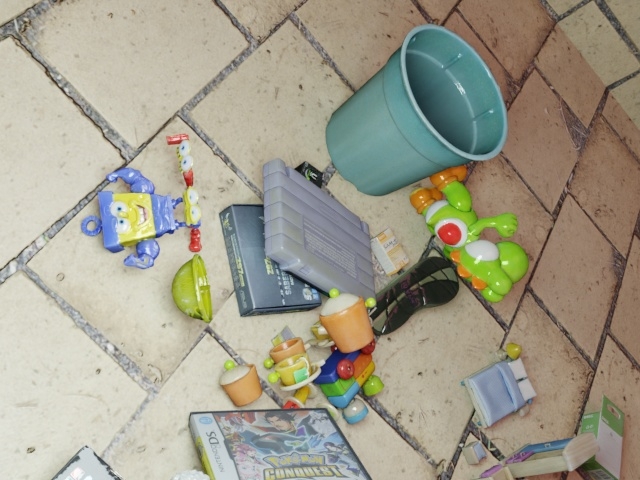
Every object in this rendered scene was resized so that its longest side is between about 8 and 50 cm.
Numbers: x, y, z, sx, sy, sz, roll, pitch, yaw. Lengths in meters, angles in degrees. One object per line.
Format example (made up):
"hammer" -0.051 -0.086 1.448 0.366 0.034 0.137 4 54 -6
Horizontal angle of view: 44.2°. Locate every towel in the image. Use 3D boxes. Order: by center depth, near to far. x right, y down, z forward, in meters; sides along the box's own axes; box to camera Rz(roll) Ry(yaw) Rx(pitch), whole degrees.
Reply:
"towel" -0.064 0.224 1.644 0.083 0.009 0.060 56 46 -5

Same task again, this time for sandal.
"sandal" 0.207 0.126 1.875 0.303 0.086 0.120 -24 92 -29

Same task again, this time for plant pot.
"plant pot" 0.208 -0.283 1.887 0.341 0.334 0.341 17 61 -33

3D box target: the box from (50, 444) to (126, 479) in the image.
"box" -0.351 0.514 1.169 0.293 0.073 0.295 42 54 -1

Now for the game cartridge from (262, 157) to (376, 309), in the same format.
"game cartridge" 0.000 0.000 1.697 0.355 0.068 0.230 34 48 -46

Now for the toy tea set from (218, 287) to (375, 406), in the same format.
"toy tea set" -0.048 0.195 1.534 0.336 0.200 0.124 -29 99 -34

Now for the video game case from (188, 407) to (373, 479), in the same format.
"video game case" -0.074 0.375 1.385 0.275 0.248 0.035 3 109 -22

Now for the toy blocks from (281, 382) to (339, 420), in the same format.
"toy blocks" -0.039 0.369 1.566 0.123 0.054 0.148 49 47 -11

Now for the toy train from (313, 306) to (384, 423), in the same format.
"toy train" 0.095 0.268 1.702 0.248 0.105 0.143 -42 109 -43

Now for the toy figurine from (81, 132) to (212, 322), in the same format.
"toy figurine" -0.331 -0.008 1.478 0.217 0.191 0.362 -7 81 -11

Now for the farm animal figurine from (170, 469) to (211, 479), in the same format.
"farm animal figurine" -0.193 0.534 1.092 0.327 0.172 0.330 -35 86 -36

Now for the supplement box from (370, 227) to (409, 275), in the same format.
"supplement box" 0.166 0.027 1.910 0.062 0.036 0.098 -34 93 -44

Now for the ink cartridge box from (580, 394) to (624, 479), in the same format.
"ink cartridge box" 0.772 0.542 2.162 0.109 0.062 0.209 39 50 -20

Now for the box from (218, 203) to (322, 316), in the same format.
"box" -0.105 0.039 1.661 0.183 0.059 0.232 0 70 -40

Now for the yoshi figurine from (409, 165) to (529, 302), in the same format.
"yoshi figurine" 0.390 -0.012 1.971 0.362 0.203 0.203 63 1 25

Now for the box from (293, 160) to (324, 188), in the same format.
"box" -0.036 -0.127 1.803 0.062 0.052 0.083 33 51 -24

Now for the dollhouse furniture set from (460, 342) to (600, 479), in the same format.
"dollhouse furniture set" 0.468 0.409 1.876 0.286 0.198 0.303 -13 79 -43
